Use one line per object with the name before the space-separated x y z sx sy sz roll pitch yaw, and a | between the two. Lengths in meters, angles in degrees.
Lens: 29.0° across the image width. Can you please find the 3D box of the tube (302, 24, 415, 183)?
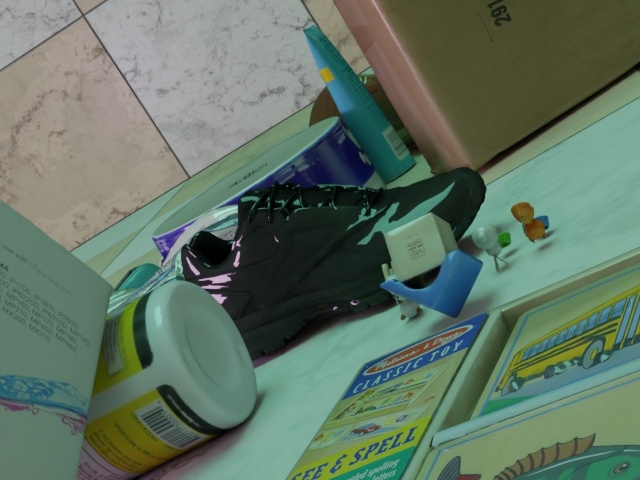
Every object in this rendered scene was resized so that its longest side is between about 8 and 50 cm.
tube | 0.040 -0.167 1.481 0.052 0.207 0.080 -30 9 9

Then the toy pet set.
toy pet set | 0.099 0.024 0.868 0.122 0.065 0.114 -26 -23 21

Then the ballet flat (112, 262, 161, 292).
ballet flat | -0.261 0.109 1.507 0.203 0.074 0.074 -46 15 -31

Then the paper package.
paper package | 0.178 -0.282 1.281 0.310 0.324 0.168 -33 10 -6

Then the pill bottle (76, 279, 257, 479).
pill bottle | -0.164 0.126 0.943 0.209 0.119 0.119 -28 11 19

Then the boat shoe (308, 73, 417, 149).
boat shoe | 0.100 -0.164 1.623 0.110 0.121 0.341 5 -8 -31

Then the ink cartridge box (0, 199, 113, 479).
ink cartridge box | -0.273 0.149 0.811 0.226 0.131 0.306 -28 36 27

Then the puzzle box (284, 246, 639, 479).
puzzle box | 0.144 0.063 0.490 0.409 0.052 0.272 -27 11 30

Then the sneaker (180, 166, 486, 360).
sneaker | 0.000 0.000 1.023 0.286 0.130 0.109 -27 9 23

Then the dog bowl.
dog bowl | -0.060 -0.033 1.439 0.265 0.104 0.265 -31 9 6

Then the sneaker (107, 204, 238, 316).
sneaker | -0.139 0.076 1.231 0.283 0.110 0.122 -37 21 13

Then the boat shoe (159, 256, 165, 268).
boat shoe | -0.198 0.022 1.690 0.065 0.075 0.206 -32 14 -15
